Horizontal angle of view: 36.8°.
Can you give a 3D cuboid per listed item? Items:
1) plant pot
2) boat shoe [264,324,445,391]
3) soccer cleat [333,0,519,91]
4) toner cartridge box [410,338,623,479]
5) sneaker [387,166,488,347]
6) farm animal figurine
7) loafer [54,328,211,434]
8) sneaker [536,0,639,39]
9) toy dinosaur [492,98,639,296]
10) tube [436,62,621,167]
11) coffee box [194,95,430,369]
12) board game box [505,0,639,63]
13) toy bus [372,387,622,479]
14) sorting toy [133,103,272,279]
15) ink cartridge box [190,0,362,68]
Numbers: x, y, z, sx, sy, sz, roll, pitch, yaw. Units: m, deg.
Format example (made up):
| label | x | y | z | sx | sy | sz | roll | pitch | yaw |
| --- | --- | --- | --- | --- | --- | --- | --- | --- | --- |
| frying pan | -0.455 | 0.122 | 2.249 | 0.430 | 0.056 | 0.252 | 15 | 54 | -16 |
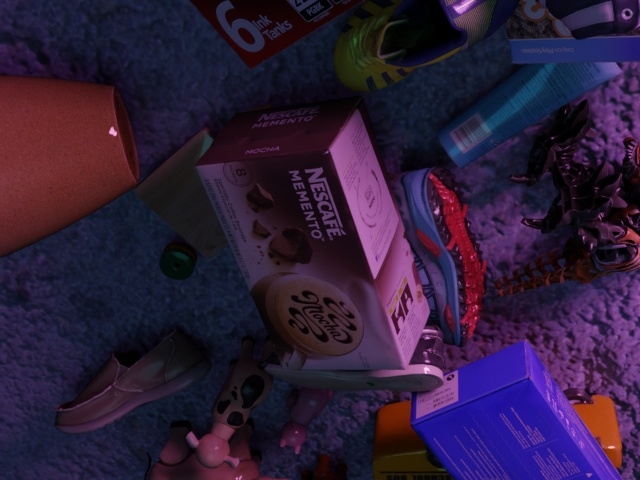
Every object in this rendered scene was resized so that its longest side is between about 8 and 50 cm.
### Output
| label | x | y | z | sx | sy | sz | roll | pitch | yaw |
| --- | --- | --- | --- | --- | --- | --- | --- | --- | --- |
| plant pot | -0.347 | -0.096 | 1.109 | 0.254 | 0.237 | 0.237 | -13 | 122 | -1 |
| boat shoe | 0.043 | 0.147 | 1.214 | 0.233 | 0.079 | 0.084 | -5 | 154 | 20 |
| soccer cleat | 0.077 | -0.208 | 0.964 | 0.093 | 0.121 | 0.289 | 59 | 151 | -9 |
| toner cartridge box | 0.273 | 0.296 | 1.227 | 0.165 | 0.075 | 0.348 | -26 | 115 | 23 |
| sneaker | 0.129 | 0.019 | 1.200 | 0.125 | 0.104 | 0.262 | 2 | 126 | 32 |
| farm animal figurine | -0.116 | 0.323 | 1.367 | 0.326 | 0.172 | 0.330 | -20 | 118 | 19 |
| loafer | -0.276 | 0.197 | 1.367 | 0.251 | 0.094 | 0.087 | -26 | 92 | 12 |
| sneaker | 0.247 | -0.265 | 0.734 | 0.153 | 0.099 | 0.282 | 49 | 150 | 2 |
| toy dinosaur | 0.340 | -0.025 | 1.105 | 0.218 | 0.164 | 0.322 | 34 | 100 | -33 |
| tube | 0.229 | -0.160 | 1.084 | 0.207 | 0.052 | 0.080 | -34 | 118 | 20 |
| coffee box | 0.000 | 0.000 | 1.098 | 0.168 | 0.119 | 0.297 | -3 | 124 | 27 |
| board game box | 0.275 | -0.320 | 0.859 | 0.232 | 0.141 | 0.291 | 7 | 130 | 39 |
| toy bus | 0.241 | 0.291 | 1.339 | 0.332 | 0.108 | 0.130 | -3 | 123 | 9 |
| sorting toy | -0.130 | -0.069 | 1.187 | 0.274 | 0.046 | 0.132 | -37 | 112 | 27 |
| ink cartridge box | -0.038 | -0.341 | 0.873 | 0.272 | 0.130 | 0.309 | 47 | 144 | -19 |
